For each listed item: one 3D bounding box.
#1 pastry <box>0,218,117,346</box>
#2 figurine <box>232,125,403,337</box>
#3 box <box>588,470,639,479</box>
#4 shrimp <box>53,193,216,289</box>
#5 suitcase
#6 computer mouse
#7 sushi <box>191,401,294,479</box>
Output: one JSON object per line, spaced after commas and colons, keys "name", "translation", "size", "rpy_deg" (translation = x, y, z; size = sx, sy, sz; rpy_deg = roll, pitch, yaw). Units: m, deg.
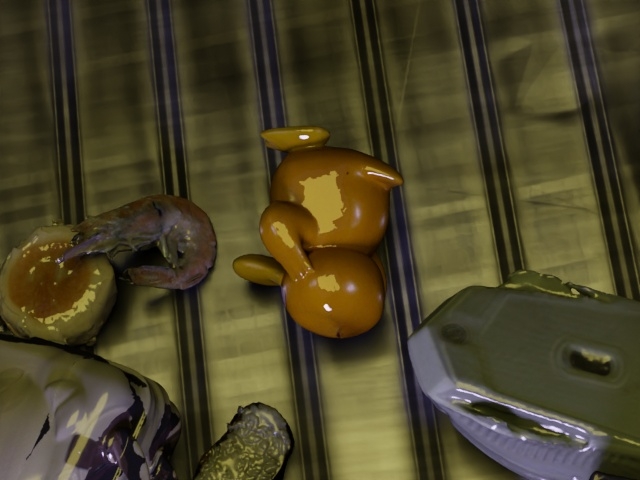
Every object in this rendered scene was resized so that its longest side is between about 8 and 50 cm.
{"name": "pastry", "translation": [-0.322, 0.058, 1.936], "size": [0.166, 0.088, 0.166], "rpy_deg": [-2, 66, 5]}
{"name": "figurine", "translation": [0.006, -0.008, 1.880], "size": [0.215, 0.215, 0.228], "rpy_deg": [20, 87, 12]}
{"name": "box", "translation": [0.417, 0.392, 1.655], "size": [0.345, 0.251, 0.204], "rpy_deg": [11, 71, 9]}
{"name": "shrimp", "translation": [-0.216, 0.011, 1.915], "size": [0.223, 0.047, 0.126], "rpy_deg": [-18, 75, -39]}
{"name": "suitcase", "translation": [-0.309, 0.280, 1.752], "size": [0.339, 0.194, 0.351], "rpy_deg": [12, 70, 36]}
{"name": "computer mouse", "translation": [0.303, 0.179, 1.793], "size": [0.429, 0.145, 0.228], "rpy_deg": [14, 47, 4]}
{"name": "sushi", "translation": [-0.089, 0.264, 1.843], "size": [0.090, 0.078, 0.150], "rpy_deg": [30, 75, 8]}
